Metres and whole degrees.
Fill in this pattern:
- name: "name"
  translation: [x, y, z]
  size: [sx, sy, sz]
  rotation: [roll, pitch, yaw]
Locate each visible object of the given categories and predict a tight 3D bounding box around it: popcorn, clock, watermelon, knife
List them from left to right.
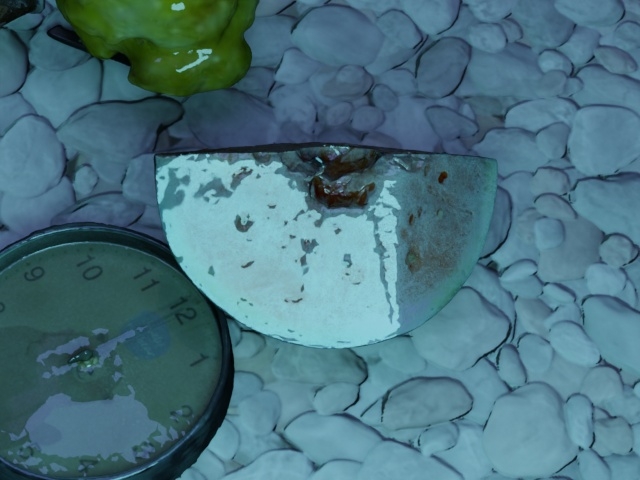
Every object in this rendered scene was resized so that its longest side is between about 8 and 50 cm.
- name: "clock"
  translation: [-0.215, 0.109, 1.492]
  size: [0.281, 0.055, 0.280]
  rotation: [2, 60, -3]
- name: "knife"
  translation: [-0.208, -0.194, 1.699]
  size: [0.170, 0.010, 0.023]
  rotation: [21, 66, 6]
- name: "popcorn"
  translation: [-0.169, -0.288, 1.634]
  size: [0.235, 0.241, 0.250]
  rotation: [-3, 41, -7]
- name: "watermelon"
  translation: [0.000, -0.001, 1.542]
  size: [0.322, 0.175, 0.188]
  rotation: [5, 94, -3]

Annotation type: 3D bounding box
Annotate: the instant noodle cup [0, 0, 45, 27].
- name: "instant noodle cup"
  translation: [-0.421, -0.266, 1.615]
  size: [0.207, 0.217, 0.217]
  rotation: [-38, 69, -16]
